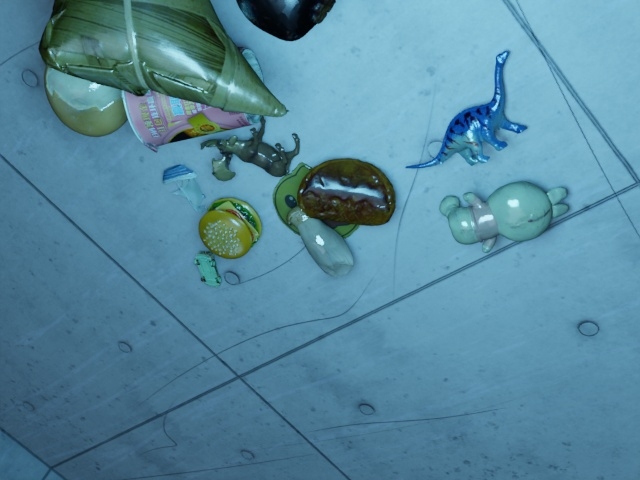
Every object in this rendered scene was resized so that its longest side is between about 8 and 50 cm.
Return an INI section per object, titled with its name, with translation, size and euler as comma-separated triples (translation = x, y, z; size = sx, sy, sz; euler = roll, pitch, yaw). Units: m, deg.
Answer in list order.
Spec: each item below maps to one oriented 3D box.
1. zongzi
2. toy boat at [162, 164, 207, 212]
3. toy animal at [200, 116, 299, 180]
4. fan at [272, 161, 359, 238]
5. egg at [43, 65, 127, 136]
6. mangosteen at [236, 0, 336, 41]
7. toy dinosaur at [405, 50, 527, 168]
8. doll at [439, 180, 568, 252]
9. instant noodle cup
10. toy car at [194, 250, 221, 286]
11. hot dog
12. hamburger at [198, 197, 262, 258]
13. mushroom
[zongzi]
translation = -0.248, -0.511, 1.290
size = 0.466, 0.218, 0.500
euler = 11, 92, -8
[toy boat]
translation = -0.340, -0.135, 1.741
size = 0.149, 0.034, 0.105
euler = 45, 130, -14
[toy animal]
translation = -0.171, -0.204, 1.586
size = 0.214, 0.094, 0.186
euler = 28, 139, -11
[fan]
translation = 0.004, -0.048, 1.687
size = 0.229, 0.011, 0.335
euler = -5, 124, 24
[egg]
translation = -0.522, -0.344, 1.547
size = 0.201, 0.201, 0.244
euler = 23, 144, 4
[mangosteen]
translation = -0.073, -0.499, 1.247
size = 0.243, 0.243, 0.243
euler = 11, 129, 14
[toy dinosaur]
translation = 0.324, -0.220, 1.392
size = 0.144, 0.076, 0.329
euler = 38, 128, -1
[doll]
translation = 0.394, -0.050, 1.466
size = 0.275, 0.113, 0.155
euler = -7, 120, 27
[instant noodle cup]
translation = -0.265, -0.323, 1.460
size = 0.255, 0.244, 0.244
euler = -2, 125, 14
[toy car]
translation = -0.312, 0.083, 1.898
size = 0.059, 0.035, 0.122
euler = 5, 136, 18
[hot dog]
translation = 0.063, -0.104, 1.556
size = 0.226, 0.099, 0.161
euler = 14, 123, 5
[hamburger]
translation = -0.230, -0.031, 1.724
size = 0.162, 0.115, 0.162
euler = 10, 127, 13
[mushroom]
translation = 0.001, -0.001, 1.661
size = 0.212, 0.088, 0.097
euler = 49, 158, -10
